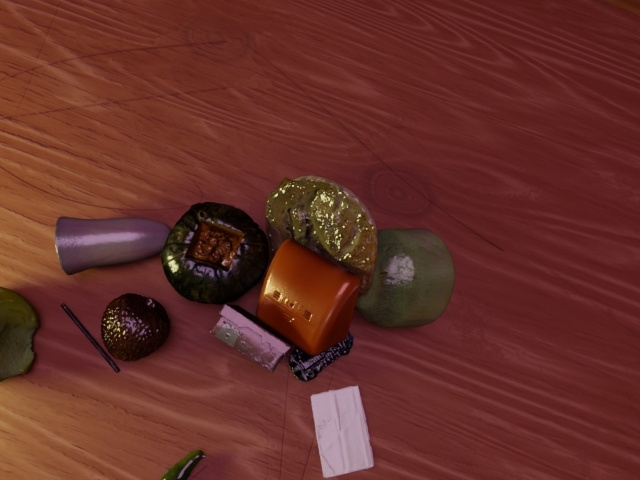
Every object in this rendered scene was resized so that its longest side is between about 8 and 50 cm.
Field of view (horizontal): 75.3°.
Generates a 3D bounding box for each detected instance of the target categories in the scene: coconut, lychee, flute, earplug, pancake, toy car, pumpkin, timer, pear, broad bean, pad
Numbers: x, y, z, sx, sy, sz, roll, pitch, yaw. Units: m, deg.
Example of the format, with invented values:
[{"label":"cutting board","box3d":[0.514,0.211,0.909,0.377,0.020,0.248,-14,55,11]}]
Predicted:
[{"label":"coconut","box3d":[0.253,0.109,1.248,0.328,0.281,0.329,15,59,-27]},{"label":"lychee","box3d":[-0.517,0.240,1.162,0.194,0.194,0.195,2,72,-7]},{"label":"flute","box3d":[-0.674,0.284,1.212,0.014,0.014,0.269,-42,82,-17]},{"label":"earplug","box3d":[-0.599,-0.002,1.245,0.300,0.172,0.173,-7,74,-16]},{"label":"pancake","box3d":[-0.001,-0.001,1.176,0.387,0.387,0.082,48,40,9]},{"label":"toy car","box3d":[0.003,0.336,1.256,0.216,0.063,0.103,-30,77,-23]},{"label":"pumpkin","box3d":[-0.309,0.040,1.241,0.320,0.192,0.321,3,74,-11]},{"label":"timer","box3d":[-0.035,0.152,1.162,0.257,0.250,0.161,29,25,24]},{"label":"pear","box3d":[-0.891,0.241,1.060,0.176,0.282,0.287,-6,74,0]},{"label":"broad bean","box3d":[-0.434,0.669,1.106,0.297,0.043,0.060,-33,70,-14]},{"label":"pad","box3d":[0.063,0.559,1.223,0.156,0.004,0.232,-8,74,-9]}]

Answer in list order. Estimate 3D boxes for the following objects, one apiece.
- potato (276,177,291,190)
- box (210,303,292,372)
[{"label":"potato","box3d":[-0.049,-0.077,1.335,0.176,0.141,0.298,-31,80,-1]},{"label":"box","box3d":[-0.188,0.271,1.173,0.215,0.215,0.086,31,81,3]}]
